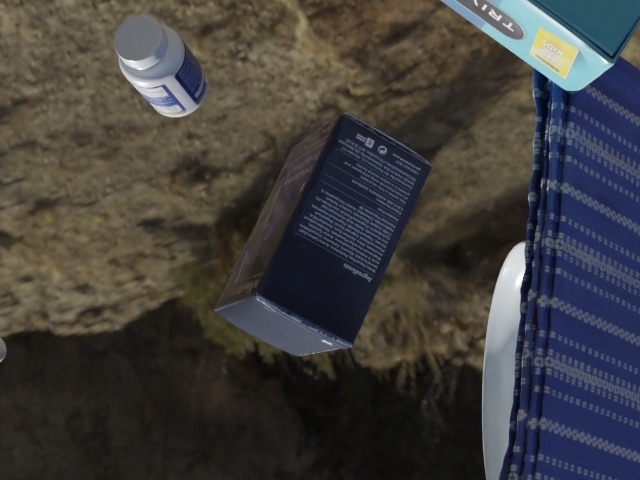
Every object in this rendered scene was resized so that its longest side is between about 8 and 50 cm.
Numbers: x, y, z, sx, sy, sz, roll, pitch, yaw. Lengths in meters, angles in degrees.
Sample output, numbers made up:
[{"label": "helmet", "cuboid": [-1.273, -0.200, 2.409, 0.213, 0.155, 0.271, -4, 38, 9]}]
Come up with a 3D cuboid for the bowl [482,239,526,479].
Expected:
[{"label": "bowl", "cuboid": [0.245, 0.148, 1.050, 0.134, 0.298, 0.298, 1, 157, -5]}]

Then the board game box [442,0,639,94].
[{"label": "board game box", "cuboid": [0.152, -0.299, 0.695, 0.336, 0.254, 0.079, -54, 180, -8]}]

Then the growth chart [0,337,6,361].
[{"label": "growth chart", "cuboid": [-0.274, -0.014, 0.526, 0.021, 0.237, 0.172, -60, 157, -7]}]

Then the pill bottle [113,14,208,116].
[{"label": "pill bottle", "cuboid": [-0.160, -0.175, 1.142, 0.067, 0.067, 0.120, -25, 159, 5]}]

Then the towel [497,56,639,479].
[{"label": "towel", "cuboid": [0.210, 0.048, 0.764, 0.243, 0.336, 0.040, 21, 160, -38]}]

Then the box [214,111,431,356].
[{"label": "box", "cuboid": [0.000, 0.000, 1.141, 0.108, 0.207, 0.153, 30, 161, -14]}]
